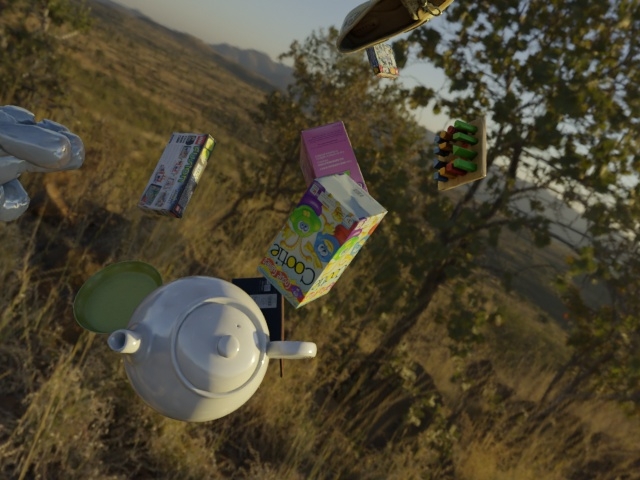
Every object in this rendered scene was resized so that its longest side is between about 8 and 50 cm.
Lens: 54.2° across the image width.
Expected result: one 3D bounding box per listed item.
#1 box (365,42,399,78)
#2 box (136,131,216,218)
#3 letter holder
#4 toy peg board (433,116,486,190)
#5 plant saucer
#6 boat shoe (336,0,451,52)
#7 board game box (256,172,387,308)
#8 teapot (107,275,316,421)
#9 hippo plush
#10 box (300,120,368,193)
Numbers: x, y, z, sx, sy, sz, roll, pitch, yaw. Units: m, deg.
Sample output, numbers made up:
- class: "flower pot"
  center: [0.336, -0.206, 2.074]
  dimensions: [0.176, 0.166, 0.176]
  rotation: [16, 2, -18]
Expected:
- class: "box"
  center: [0.170, -0.497, 1.721]
  dimensions: [0.027, 0.094, 0.137]
  rotation: [-15, 3, 30]
- class: "box"
  center: [-0.330, -0.153, 1.438]
  dimensions: [0.114, 0.207, 0.036]
  rotation: [9, -23, 29]
- class: "letter holder"
  center: [-0.176, 0.279, 1.778]
  dimensions: [0.152, 0.214, 0.302]
  rotation: [-3, 36, -1]
- class: "toy peg board"
  center: [0.346, -0.231, 1.638]
  dimensions: [0.079, 0.161, 0.160]
  rotation: [13, -17, -31]
- class: "plant saucer"
  center: [-0.528, 0.155, 1.654]
  dimensions: [0.241, 0.241, 0.037]
  rotation: [33, -29, 32]
- class: "boat shoe"
  center: [0.153, -0.441, 1.203]
  dimensions: [0.104, 0.285, 0.089]
  rotation: [47, 45, -22]
- class: "board game box"
  center: [0.000, 0.000, 1.441]
  dimensions: [0.144, 0.275, 0.142]
  rotation: [43, 30, 16]
- class: "teapot"
  center: [-0.171, 0.168, 0.983]
  dimensions: [0.252, 0.256, 0.187]
  rotation: [54, -32, -12]
- class: "hippo plush"
  center: [-0.610, -0.125, 1.202]
  dimensions: [0.234, 0.236, 0.294]
  rotation: [25, 9, 9]
- class: "box"
  center: [0.034, -0.159, 1.700]
  dimensions: [0.213, 0.117, 0.243]
  rotation: [100, -28, -73]
